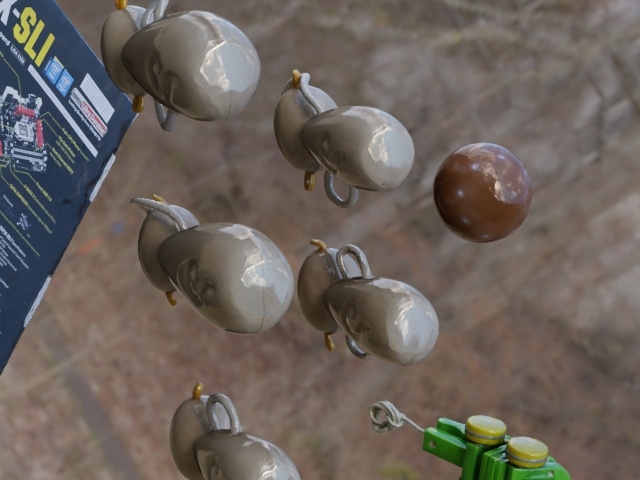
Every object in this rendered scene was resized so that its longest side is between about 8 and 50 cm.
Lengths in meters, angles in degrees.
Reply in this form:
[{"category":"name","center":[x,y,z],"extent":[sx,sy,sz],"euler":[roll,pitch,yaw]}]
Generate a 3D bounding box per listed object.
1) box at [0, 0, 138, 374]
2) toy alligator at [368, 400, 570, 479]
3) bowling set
[{"category":"box","center":[-0.281,-0.093,1.345],"extent":[0.079,0.257,0.322],"euler":[3,-34,32]},{"category":"toy alligator","center":[0.114,0.149,1.331],"extent":[0.189,0.051,0.056],"euler":[25,-67,45]},{"category":"bowling set","center":[0.000,0.000,1.031],"extent":[0.154,0.199,0.287],"euler":[-158,-118,-64]}]
